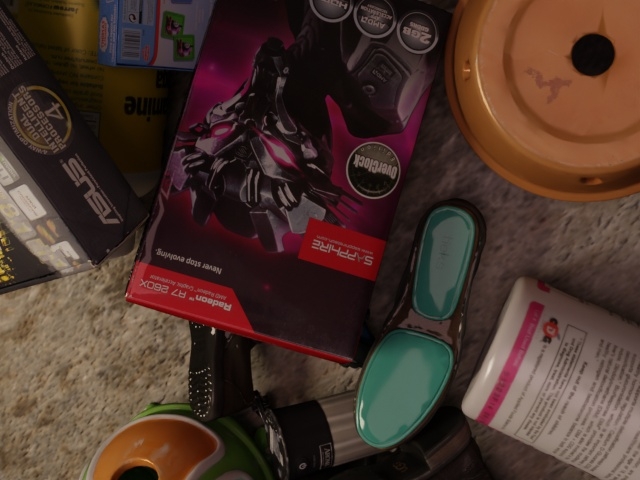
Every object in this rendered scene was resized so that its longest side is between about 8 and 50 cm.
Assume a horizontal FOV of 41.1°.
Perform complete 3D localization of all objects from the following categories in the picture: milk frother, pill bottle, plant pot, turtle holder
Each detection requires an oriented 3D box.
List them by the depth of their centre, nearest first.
[{"bbox_3d":[0.252,-0.169,0.796,0.291,0.203,0.291,2,100,14],"label":"plant pot"},{"bbox_3d":[0.302,0.163,0.862,0.283,0.160,0.160,24,105,10],"label":"pill bottle"},{"bbox_3d":[-0.264,-0.156,0.948,0.188,0.188,0.334,11,103,13],"label":"pill bottle"},{"bbox_3d":[-0.001,0.208,0.994,0.134,0.143,0.129,-11,139,-18],"label":"milk frother"},{"bbox_3d":[-0.188,0.360,0.997,0.243,0.227,0.320,28,105,9],"label":"turtle holder"}]

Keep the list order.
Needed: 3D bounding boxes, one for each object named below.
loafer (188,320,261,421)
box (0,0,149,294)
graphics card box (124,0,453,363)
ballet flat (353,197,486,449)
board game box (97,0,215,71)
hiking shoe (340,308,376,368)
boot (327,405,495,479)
[{"bbox_3d":[-0.109,0.101,1.005,0.080,0.078,0.220,-8,77,54],"label":"loafer"},{"bbox_3d":[-0.381,-0.126,0.784,0.318,0.097,0.395,-14,117,38],"label":"box"},{"bbox_3d":[-0.031,-0.085,0.851,0.233,0.094,0.371,18,85,-10],"label":"graphics card box"},{"bbox_3d":[0.118,0.092,0.927,0.095,0.096,0.280,22,95,14],"label":"ballet flat"},{"bbox_3d":[-0.128,-0.256,0.886,0.039,0.211,0.160,15,105,43],"label":"board game box"},{"bbox_3d":[0.000,0.000,0.944,0.132,0.113,0.304,-29,98,7],"label":"hiking shoe"},{"bbox_3d":[0.119,0.331,0.925,0.263,0.091,0.229,-34,106,-7],"label":"boot"}]
